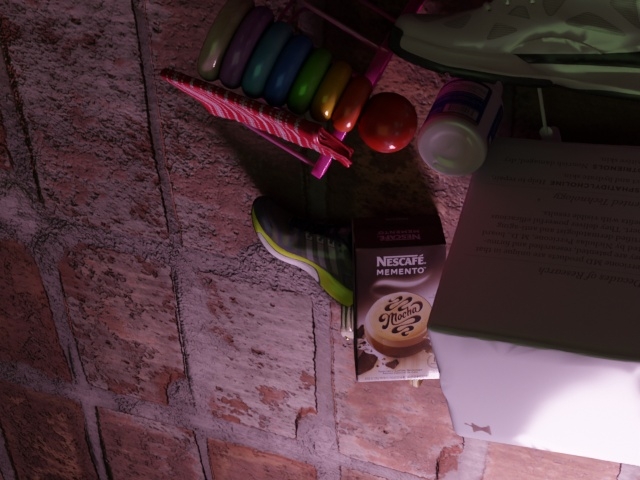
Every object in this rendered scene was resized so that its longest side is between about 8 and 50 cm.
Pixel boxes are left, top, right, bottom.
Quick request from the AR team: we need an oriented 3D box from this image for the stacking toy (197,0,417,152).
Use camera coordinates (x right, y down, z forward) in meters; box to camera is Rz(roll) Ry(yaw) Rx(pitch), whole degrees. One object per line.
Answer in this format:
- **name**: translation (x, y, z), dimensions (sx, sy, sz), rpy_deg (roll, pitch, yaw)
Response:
- **stacking toy**: translation (-0.009, -0.229, 1.650), dimensions (0.330, 0.141, 0.141), rpy_deg (28, 135, 2)

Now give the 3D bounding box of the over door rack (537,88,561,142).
- **over door rack**: translation (0.425, -0.264, 1.701), dimensions (0.239, 0.108, 0.324), rpy_deg (-1, 128, 28)

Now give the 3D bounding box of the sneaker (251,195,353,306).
- **sneaker**: translation (0.000, 0.000, 2.159), dimensions (0.300, 0.111, 0.121), rpy_deg (35, 125, -14)

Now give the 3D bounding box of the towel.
- **towel**: translation (-0.091, -0.187, 1.709), dimensions (0.274, 0.031, 0.199), rpy_deg (22, 179, 19)

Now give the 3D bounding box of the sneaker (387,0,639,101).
- **sneaker**: translation (0.325, -0.343, 1.563), dimensions (0.447, 0.169, 0.258), rpy_deg (9, 104, 12)

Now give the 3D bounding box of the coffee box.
- **coffee box**: translation (0.144, 0.108, 2.088), dimensions (0.168, 0.119, 0.297), rpy_deg (-3, 119, 0)

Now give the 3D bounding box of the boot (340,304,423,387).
- **boot**: translation (0.129, 0.200, 2.277), dimensions (0.165, 0.077, 0.213), rpy_deg (2, 124, 23)

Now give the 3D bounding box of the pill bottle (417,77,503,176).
- **pill bottle**: translation (0.232, -0.198, 1.795), dimensions (0.112, 0.187, 0.112), rpy_deg (14, 133, 15)

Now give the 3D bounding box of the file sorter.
- **file sorter**: translation (0.011, -0.295, 1.809), dimensions (0.182, 0.202, 0.291), rpy_deg (31, 135, 0)

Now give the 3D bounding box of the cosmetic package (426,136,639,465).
- **cosmetic package**: translation (0.389, 0.092, 1.792), dimensions (0.327, 0.394, 0.329), rpy_deg (6, 144, 21)
